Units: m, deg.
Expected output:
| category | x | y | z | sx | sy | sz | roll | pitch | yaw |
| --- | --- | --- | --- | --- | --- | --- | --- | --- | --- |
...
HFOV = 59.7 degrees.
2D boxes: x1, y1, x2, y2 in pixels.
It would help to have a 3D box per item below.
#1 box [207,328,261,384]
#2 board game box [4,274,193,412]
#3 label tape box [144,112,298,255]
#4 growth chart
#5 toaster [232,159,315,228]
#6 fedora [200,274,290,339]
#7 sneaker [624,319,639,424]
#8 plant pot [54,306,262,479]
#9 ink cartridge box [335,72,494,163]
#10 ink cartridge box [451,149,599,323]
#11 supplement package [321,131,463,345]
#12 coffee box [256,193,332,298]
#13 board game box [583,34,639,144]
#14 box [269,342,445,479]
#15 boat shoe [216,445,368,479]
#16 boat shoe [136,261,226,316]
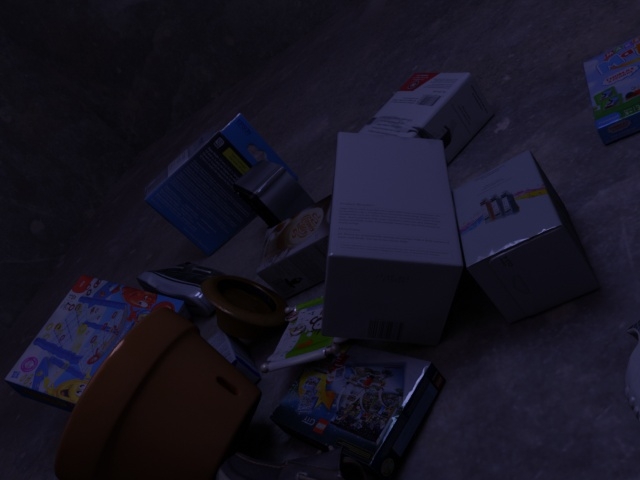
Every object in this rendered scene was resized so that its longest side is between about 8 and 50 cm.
| category | x | y | z | sx | sy | sz | roll | pitch | yaw |
| --- | --- | --- | --- | --- | --- | --- | --- | --- | --- |
| box | -0.197 | 0.255 | 1.074 | 0.126 | 0.072 | 0.137 | -44 | 27 | -1 |
| board game box | -0.507 | 0.252 | 1.310 | 0.302 | 0.086 | 0.308 | 11 | 52 | 17 |
| label tape box | -0.277 | -0.161 | 1.561 | 0.348 | 0.249 | 0.115 | -41 | 28 | 5 |
| growth chart | -0.012 | 0.149 | 0.962 | 0.172 | 0.021 | 0.237 | -24 | 15 | 18 |
| toaster | -0.105 | -0.095 | 1.333 | 0.110 | 0.168 | 0.186 | -47 | 27 | -8 |
| fedora | -0.157 | 0.141 | 1.114 | 0.079 | 0.194 | 0.194 | -68 | 23 | 16 |
| sneaker | 0.335 | 0.162 | 0.512 | 0.095 | 0.090 | 0.235 | -32 | 23 | 46 |
| plant pot | -0.226 | 0.279 | 0.863 | 0.291 | 0.203 | 0.291 | -62 | -6 | -11 |
| ink cartridge box | 0.190 | -0.218 | 1.172 | 0.273 | 0.114 | 0.197 | -46 | 29 | -7 |
| ink cartridge box | 0.272 | -0.006 | 0.759 | 0.127 | 0.128 | 0.176 | -28 | 32 | 26 |
| supplement package | 0.101 | -0.012 | 0.861 | 0.178 | 0.175 | 0.293 | 5 | 44 | 2 |
| coffee box | 0.000 | 0.000 | 1.138 | 0.246 | 0.098 | 0.141 | -28 | 32 | 27 |
| board game box | 0.513 | -0.257 | 0.884 | 0.160 | 0.039 | 0.211 | -23 | 33 | 35 |
| box | 0.046 | 0.231 | 0.808 | 0.233 | 0.044 | 0.159 | 0 | 46 | 53 |
| boat shoe | 0.013 | 0.327 | 0.670 | 0.355 | 0.132 | 0.130 | 8 | 46 | 46 |
| boat shoe | -0.351 | 0.117 | 1.447 | 0.335 | 0.121 | 0.119 | 8 | 48 | 43 |
